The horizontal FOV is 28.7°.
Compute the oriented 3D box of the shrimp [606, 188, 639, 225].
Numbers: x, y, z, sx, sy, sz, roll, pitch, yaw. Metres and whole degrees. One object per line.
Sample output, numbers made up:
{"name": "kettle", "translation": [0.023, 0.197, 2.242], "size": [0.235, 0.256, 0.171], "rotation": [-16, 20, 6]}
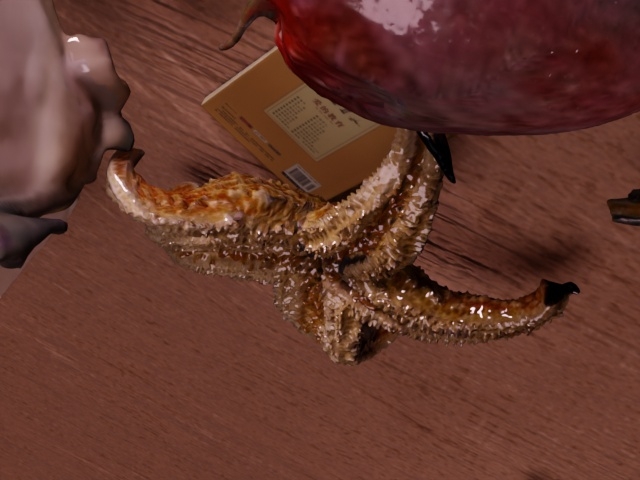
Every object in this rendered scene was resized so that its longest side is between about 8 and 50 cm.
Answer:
{"name": "shrimp", "translation": [0.258, 0.012, 0.750], "size": [0.187, 0.051, 0.132], "rotation": [29, 146, -2]}

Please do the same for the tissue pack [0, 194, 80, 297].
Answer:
{"name": "tissue pack", "translation": [-0.415, -0.076, 1.029], "size": [0.266, 0.194, 0.356], "rotation": [-14, 127, 48]}

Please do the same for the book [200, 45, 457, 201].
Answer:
{"name": "book", "translation": [0.003, -0.086, 0.857], "size": [0.118, 0.012, 0.172], "rotation": [42, 145, -17]}

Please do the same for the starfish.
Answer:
{"name": "starfish", "translation": [0.000, -0.004, 0.862], "size": [0.312, 0.113, 0.303], "rotation": [25, 153, -18]}

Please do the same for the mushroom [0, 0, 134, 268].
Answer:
{"name": "mushroom", "translation": [-0.338, -0.130, 0.727], "size": [0.397, 0.224, 0.313], "rotation": [-6, 99, 18]}

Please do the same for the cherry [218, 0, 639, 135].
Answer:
{"name": "cherry", "translation": [0.072, -0.130, 0.605], "size": [0.250, 0.175, 0.192], "rotation": [23, 155, 9]}
